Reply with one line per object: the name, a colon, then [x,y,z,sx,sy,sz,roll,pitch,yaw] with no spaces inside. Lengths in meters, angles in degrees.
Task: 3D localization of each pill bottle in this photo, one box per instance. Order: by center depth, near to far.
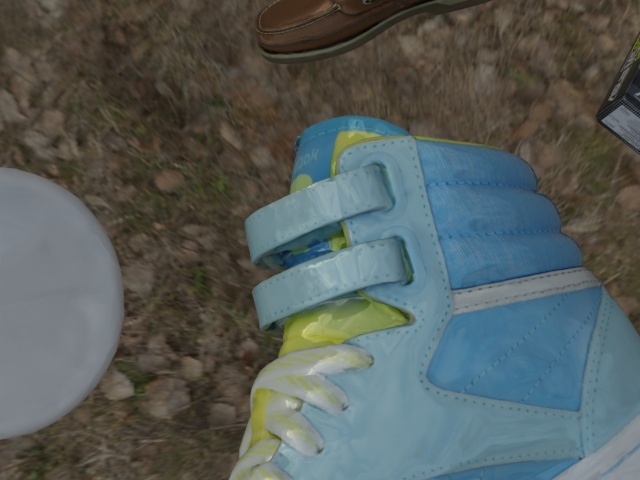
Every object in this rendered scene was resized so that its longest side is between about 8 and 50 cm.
pill bottle: [-0.263,0.040,0.889,0.169,0.301,0.169,0,90,-30]

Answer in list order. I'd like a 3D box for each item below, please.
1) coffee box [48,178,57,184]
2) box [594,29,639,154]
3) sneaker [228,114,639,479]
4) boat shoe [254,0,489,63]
coffee box: [-0.524,-0.004,1.768,0.297,0.168,0.119,-2,105,21]
box: [0.476,-0.146,1.497,0.270,0.060,0.216,36,59,-7]
sneaker: [-0.008,0.071,0.504,0.319,0.127,0.208,-27,87,-31]
boat shoe: [0.056,-0.290,1.385,0.307,0.104,0.111,-19,48,15]
